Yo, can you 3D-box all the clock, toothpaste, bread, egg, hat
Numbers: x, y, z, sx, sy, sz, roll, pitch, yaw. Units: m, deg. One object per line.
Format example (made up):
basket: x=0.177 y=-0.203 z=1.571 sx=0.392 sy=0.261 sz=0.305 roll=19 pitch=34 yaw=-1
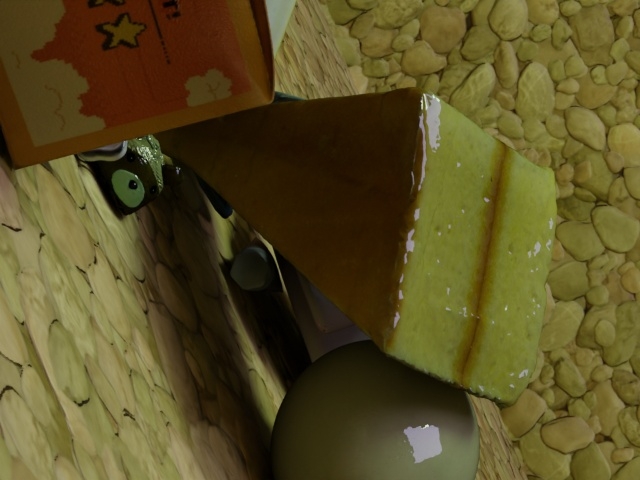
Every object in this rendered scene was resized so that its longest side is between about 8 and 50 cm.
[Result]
clock: x=0.040 y=0.091 z=2.046 sx=0.295 sy=0.113 sz=0.322 roll=-109 pitch=180 yaw=-68
toothpaste: x=-0.062 y=0.027 z=1.994 sx=0.067 sy=0.043 sz=0.194 roll=64 pitch=4 yaw=2
bread: x=0.000 y=0.000 z=1.745 sx=0.233 sy=0.361 sz=0.245 roll=26 pitch=71 yaw=-49
egg: x=0.047 y=0.187 z=1.725 sx=0.186 sy=0.186 sz=0.242 roll=63 pitch=22 yaw=-17
hat: x=-0.156 y=-0.068 z=1.630 sx=0.077 sy=0.059 sz=0.076 roll=60 pitch=5 yaw=-8

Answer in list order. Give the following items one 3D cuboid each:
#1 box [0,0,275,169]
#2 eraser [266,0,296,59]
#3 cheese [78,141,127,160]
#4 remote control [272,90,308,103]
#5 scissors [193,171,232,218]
box: x=-0.163 y=-0.250 z=1.418 sx=0.283 sy=0.213 sz=0.260 roll=-104 pitch=-178 yaw=-52
eraser: x=-0.109 y=-0.196 z=1.749 sx=0.226 sy=0.158 sz=0.069 roll=-73 pitch=145 yaw=-52
cheese: x=-0.173 y=-0.168 z=1.617 sx=0.064 sy=0.137 sz=0.227 roll=74 pitch=17 yaw=-62
remote control: x=-0.016 y=-0.105 z=1.922 sx=0.256 sy=0.045 sz=0.097 roll=16 pitch=-41 yaw=39
scissors: x=-0.153 y=-0.143 z=1.889 sx=0.138 sy=0.041 sz=0.289 roll=-109 pitch=173 yaw=-47
